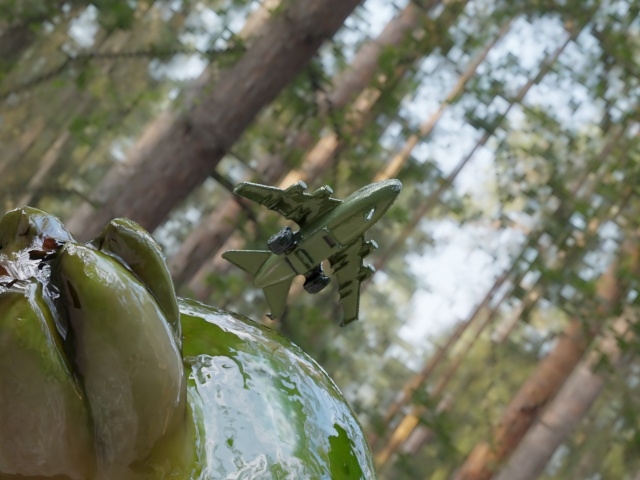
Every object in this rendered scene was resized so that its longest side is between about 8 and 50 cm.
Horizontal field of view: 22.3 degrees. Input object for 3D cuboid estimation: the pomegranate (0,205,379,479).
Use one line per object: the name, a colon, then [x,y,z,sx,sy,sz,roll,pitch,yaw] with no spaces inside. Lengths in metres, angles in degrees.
pomegranate: [-0.076,0.078,0.531,0.190,0.159,0.241,-7,-49,39]

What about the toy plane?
toy plane: [0.000,0.000,0.898,0.111,0.040,0.102,-32,-72,27]
